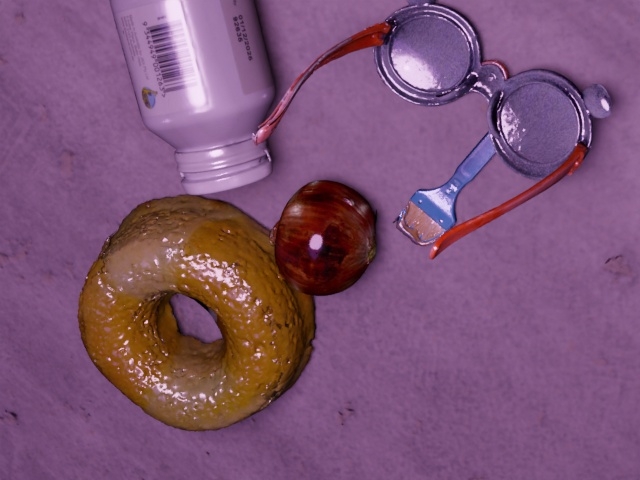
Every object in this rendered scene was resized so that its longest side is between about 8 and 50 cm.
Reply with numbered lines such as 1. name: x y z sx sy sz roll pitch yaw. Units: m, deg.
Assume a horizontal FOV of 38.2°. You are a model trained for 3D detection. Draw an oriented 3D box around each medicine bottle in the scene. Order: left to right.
1. medicine bottle: -0.115 -0.159 0.898 0.135 0.135 0.215 -8 105 20

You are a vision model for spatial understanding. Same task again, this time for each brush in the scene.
1. brush: 0.138 -0.061 0.918 0.051 0.014 0.164 39 113 1

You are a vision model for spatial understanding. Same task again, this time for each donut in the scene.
1. donut: -0.142 0.091 1.007 0.272 0.107 0.272 6 111 15

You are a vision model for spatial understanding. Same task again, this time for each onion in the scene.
1. onion: 0.000 0.000 0.932 0.118 0.118 0.117 2 112 17

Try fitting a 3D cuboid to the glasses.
1. glasses: 0.102 -0.109 0.777 0.234 0.268 0.118 36 123 12
